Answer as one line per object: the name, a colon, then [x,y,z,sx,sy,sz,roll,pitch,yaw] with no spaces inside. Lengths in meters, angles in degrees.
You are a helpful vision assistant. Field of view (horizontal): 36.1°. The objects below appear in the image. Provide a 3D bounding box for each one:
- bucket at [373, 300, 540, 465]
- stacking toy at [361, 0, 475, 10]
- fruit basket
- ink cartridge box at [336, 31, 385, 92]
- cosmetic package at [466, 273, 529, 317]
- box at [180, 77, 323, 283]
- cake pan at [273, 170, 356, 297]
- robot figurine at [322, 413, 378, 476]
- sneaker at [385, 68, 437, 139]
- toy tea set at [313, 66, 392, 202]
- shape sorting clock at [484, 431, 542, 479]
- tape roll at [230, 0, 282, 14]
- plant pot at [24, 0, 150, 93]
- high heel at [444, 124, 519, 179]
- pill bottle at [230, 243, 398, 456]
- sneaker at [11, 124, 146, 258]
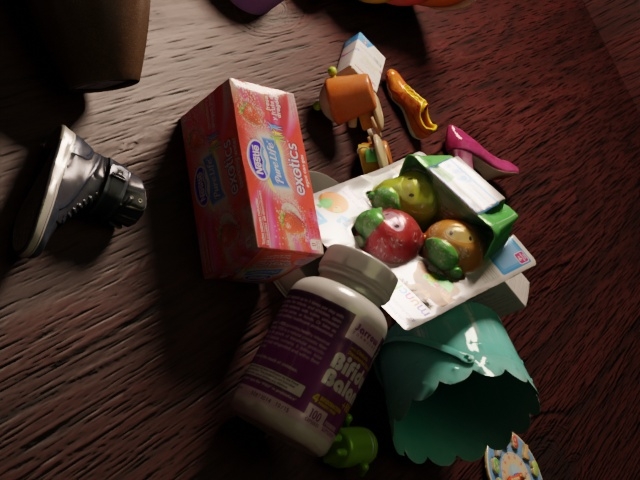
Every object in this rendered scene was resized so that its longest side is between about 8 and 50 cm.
bucket: [0.234,0.251,1.745,0.281,0.281,0.183,30,32,-37]
stacking toy: [0.143,-0.635,2.187,0.479,0.350,0.351,-30,94,-37]
fruit basket: [0.169,-0.021,1.733,0.353,0.165,0.327,-18,54,-41]
ink cartridge box: [0.086,-0.372,2.113,0.088,0.052,0.122,42,41,-27]
cosmetic package: [0.338,0.061,2.114,0.231,0.117,0.085,45,40,-22]
box: [-0.118,-0.094,1.619,0.142,0.154,0.300,7,65,-42]
cake pan: [0.000,0.000,1.793,0.293,0.054,0.293,27,51,-39]
robot figurine: [0.049,0.345,1.641,0.115,0.067,0.101,10,50,-48]
sneaker: [0.206,-0.314,2.213,0.175,0.067,0.064,57,39,-7]
toy tea set: [0.070,-0.179,1.966,0.200,0.124,0.336,59,20,-62]
shape sorting clock: [0.401,0.485,2.007,0.206,0.040,0.206,28,50,-39]
tape roll: [-0.132,-0.546,1.929,0.189,0.080,0.189,27,51,-40]
plant pot: [-0.346,-0.345,1.478,0.215,0.215,0.231,-11,93,-52]
high heel: [0.391,-0.210,2.365,0.244,0.082,0.117,1,78,-36]
pill bottle: [0.001,0.163,1.513,0.169,0.169,0.302,37,73,-31]
sneaker: [-0.333,-0.040,1.387,0.163,0.086,0.226,36,44,-29]
